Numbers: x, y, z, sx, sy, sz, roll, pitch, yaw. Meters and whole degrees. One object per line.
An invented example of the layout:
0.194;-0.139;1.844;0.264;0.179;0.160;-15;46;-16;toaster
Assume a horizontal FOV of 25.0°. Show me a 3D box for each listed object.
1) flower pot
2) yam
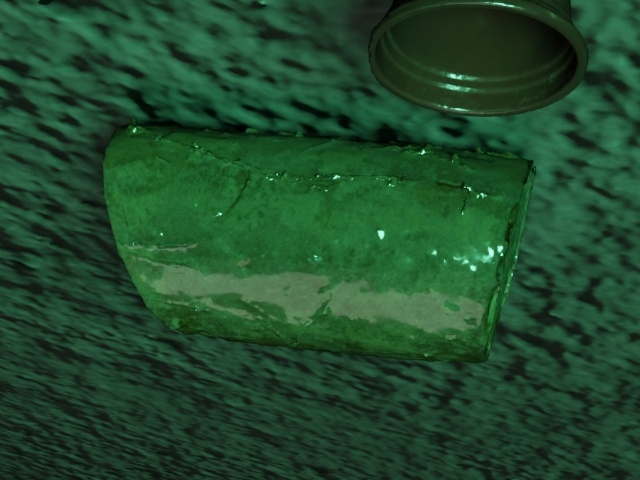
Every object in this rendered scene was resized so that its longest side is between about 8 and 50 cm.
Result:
0.083;-0.127;0.734;0.111;0.089;0.111;7;156;3;flower pot
0.000;0.000;1.052;0.304;0.168;0.168;4;156;7;yam
